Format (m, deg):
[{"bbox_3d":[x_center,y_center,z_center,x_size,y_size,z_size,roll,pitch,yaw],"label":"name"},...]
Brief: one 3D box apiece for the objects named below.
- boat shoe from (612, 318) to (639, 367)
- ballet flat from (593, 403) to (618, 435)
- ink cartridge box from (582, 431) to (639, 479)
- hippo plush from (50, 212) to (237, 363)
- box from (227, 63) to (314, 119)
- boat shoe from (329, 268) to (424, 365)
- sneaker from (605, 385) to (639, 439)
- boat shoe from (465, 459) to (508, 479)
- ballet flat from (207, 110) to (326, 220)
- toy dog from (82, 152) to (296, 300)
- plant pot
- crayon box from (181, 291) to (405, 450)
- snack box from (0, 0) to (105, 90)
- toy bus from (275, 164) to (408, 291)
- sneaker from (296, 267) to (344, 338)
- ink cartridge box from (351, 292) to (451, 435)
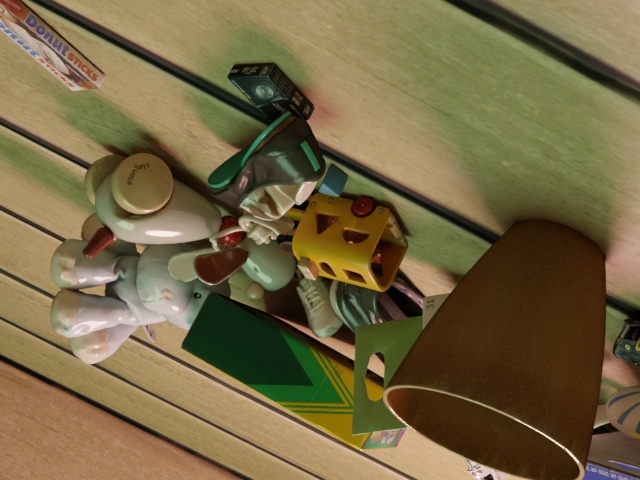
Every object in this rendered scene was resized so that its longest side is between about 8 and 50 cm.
[{"bbox_3d":[0.408,0.122,1.529,0.083,0.065,0.183,22,160,7],"label":"boat shoe"},{"bbox_3d":[0.352,0.258,1.843,0.182,0.164,0.483,-17,144,30],"label":"ballet flat"},{"bbox_3d":[0.477,0.308,1.647,0.307,0.072,0.304,-3,-172,-37],"label":"ink cartridge box"},{"bbox_3d":[-0.270,0.102,2.018,0.237,0.234,0.294,9,153,38],"label":"hippo plush"},{"bbox_3d":[-0.056,-0.168,1.437,0.067,0.018,0.083,6,152,42],"label":"box"},{"bbox_3d":[0.145,0.155,1.847,0.335,0.112,0.095,43,158,-31],"label":"boat shoe"},{"bbox_3d":[0.489,0.208,1.628,0.240,0.091,0.126,5,144,17],"label":"sneaker"},{"bbox_3d":[0.297,0.410,2.340,0.066,0.063,0.184,13,156,30],"label":"boat shoe"},{"bbox_3d":[-0.065,-0.074,1.516,0.096,0.095,0.280,49,163,-6],"label":"ballet flat"},{"bbox_3d":[-0.202,0.005,1.796,0.334,0.161,0.220,27,169,-1],"label":"toy dog"},{"bbox_3d":[0.228,0.113,1.451,0.237,0.254,0.237,22,158,9],"label":"plant pot"},{"bbox_3d":[-0.016,0.211,1.989,0.313,0.106,0.363,27,178,13],"label":"crayon box"},{"bbox_3d":[-0.350,-0.248,1.576,0.064,0.022,0.178,4,151,47],"label":"snack box"},{"bbox_3d":[0.008,0.000,1.641,0.191,0.104,0.202,30,158,-12],"label":"toy bus"},{"bbox_3d":[-0.009,0.089,1.861,0.061,0.054,0.152,52,-173,-32],"label":"sneaker"},{"bbox_3d":[0.144,0.158,1.667,0.235,0.171,0.056,-9,146,20],"label":"ink cartridge box"}]
